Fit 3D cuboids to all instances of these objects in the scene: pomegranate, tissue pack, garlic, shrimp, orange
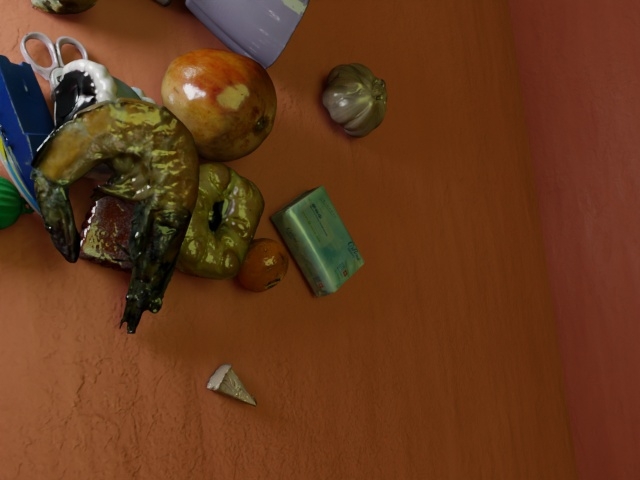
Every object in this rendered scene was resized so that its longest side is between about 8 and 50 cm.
[{"bbox_3d":[-0.235,-0.312,1.031,0.270,0.229,0.252,36,47,21],"label":"pomegranate"},{"bbox_3d":[0.000,0.000,1.261,0.177,0.089,0.263,-40,109,-41],"label":"tissue pack"},{"bbox_3d":[0.117,-0.439,1.418,0.228,0.152,0.228,3,85,-38],"label":"garlic"},{"bbox_3d":[-0.356,-0.025,0.818,0.272,0.085,0.445,-3,113,-36],"label":"shrimp"},{"bbox_3d":[-0.140,0.056,1.098,0.135,0.135,0.117,-8,63,-43],"label":"orange"}]

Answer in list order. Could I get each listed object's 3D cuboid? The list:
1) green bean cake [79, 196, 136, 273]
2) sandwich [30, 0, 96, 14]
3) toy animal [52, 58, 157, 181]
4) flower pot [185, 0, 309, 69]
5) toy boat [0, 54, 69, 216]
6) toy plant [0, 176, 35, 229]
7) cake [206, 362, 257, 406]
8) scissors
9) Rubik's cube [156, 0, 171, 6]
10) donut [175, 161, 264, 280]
[{"bbox_3d":[-0.405,-0.010,0.919,0.135,0.056,0.135,26,64,-36],"label":"green bean cake"},{"bbox_3d":[-0.560,-0.551,0.825,0.288,0.099,0.254,-21,112,-41],"label":"sandwich"},{"bbox_3d":[-0.397,-0.224,0.873,0.204,0.156,0.208,21,66,-68],"label":"toy animal"},{"bbox_3d":[-0.180,-0.597,1.123,0.243,0.265,0.265,28,63,-26],"label":"flower pot"},{"bbox_3d":[-0.523,-0.164,0.817,0.129,0.088,0.295,-65,138,-79],"label":"toy boat"},{"bbox_3d":[-0.580,-0.083,0.755,0.200,0.105,0.143,5,56,-61],"label":"toy plant"},{"bbox_3d":[-0.198,0.344,1.037,0.121,0.052,0.065,58,45,-18],"label":"cake"},{"bbox_3d":[-0.504,-0.286,0.904,0.118,0.030,0.242,-12,91,-47],"label":"scissors"},{"bbox_3d":[-0.359,-0.714,0.986,0.238,0.237,0.237,22,68,-36],"label":"Rubik's cube"},{"bbox_3d":[-0.247,-0.045,1.021,0.208,0.128,0.261,36,59,-30],"label":"donut"}]
